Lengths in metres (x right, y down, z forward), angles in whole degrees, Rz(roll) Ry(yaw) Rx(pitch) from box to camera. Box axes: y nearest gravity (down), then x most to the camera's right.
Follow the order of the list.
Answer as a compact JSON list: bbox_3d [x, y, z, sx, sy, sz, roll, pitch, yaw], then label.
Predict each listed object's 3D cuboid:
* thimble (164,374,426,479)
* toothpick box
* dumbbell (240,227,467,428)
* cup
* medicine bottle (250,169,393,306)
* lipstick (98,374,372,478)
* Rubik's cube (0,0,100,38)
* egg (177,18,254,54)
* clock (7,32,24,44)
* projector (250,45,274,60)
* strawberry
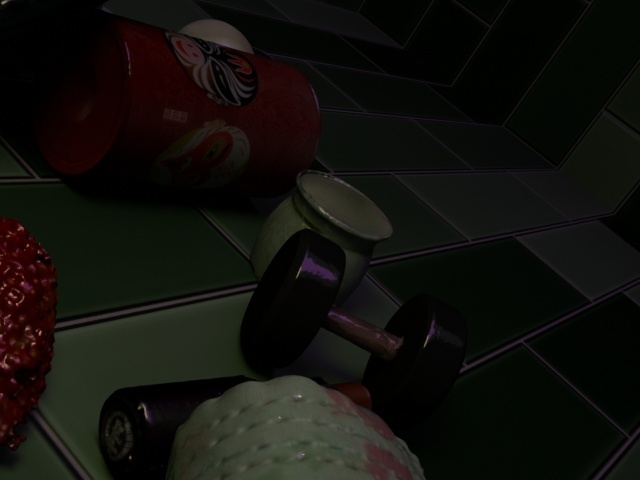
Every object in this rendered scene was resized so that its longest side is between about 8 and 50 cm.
[{"bbox_3d":[-0.010,0.208,0.648,0.210,0.186,0.149,2,29,-9],"label":"thimble"},{"bbox_3d":[-0.179,-0.167,1.163,0.333,0.204,0.204,5,36,-50],"label":"toothpick box"},{"bbox_3d":[0.036,0.100,0.984,0.218,0.153,0.152,29,23,-12],"label":"dumbbell"},{"bbox_3d":[-0.362,-0.315,1.314,0.095,0.128,0.129,34,25,-3],"label":"cup"},{"bbox_3d":[0.000,0.000,1.143,0.147,0.143,0.147,28,22,-13],"label":"medicine bottle"},{"bbox_3d":[-0.063,0.164,0.815,0.299,0.081,0.081,6,35,-46],"label":"lipstick"},{"bbox_3d":[-0.372,-0.401,0.995,0.316,0.318,0.314,-35,111,-42],"label":"Rubik's cube"},{"bbox_3d":[-0.183,-0.289,1.466,0.151,0.151,0.209,23,20,-24],"label":"egg"},{"bbox_3d":[-0.547,-0.358,1.197,0.219,0.106,0.255,36,27,9],"label":"clock"},{"bbox_3d":[-0.136,-0.314,1.662,0.083,0.082,0.083,17,28,-33],"label":"projector"},{"bbox_3d":[-0.290,0.054,0.710,0.174,0.098,0.228,20,26,-28],"label":"strawberry"}]
